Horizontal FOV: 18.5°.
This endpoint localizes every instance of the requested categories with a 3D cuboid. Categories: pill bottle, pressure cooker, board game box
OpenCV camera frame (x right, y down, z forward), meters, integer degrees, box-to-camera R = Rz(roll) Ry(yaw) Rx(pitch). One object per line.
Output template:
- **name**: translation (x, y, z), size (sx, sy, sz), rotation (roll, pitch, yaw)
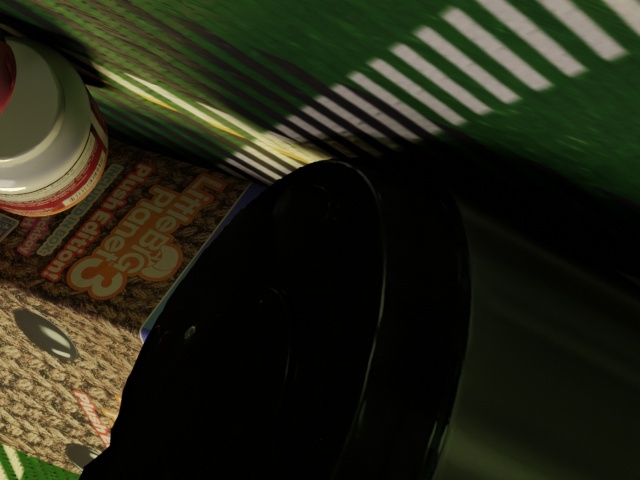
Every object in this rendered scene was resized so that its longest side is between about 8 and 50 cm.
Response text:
- **pill bottle**: translation (-0.165, -0.064, 1.075), size (0.086, 0.086, 0.152), rotation (20, 173, 2)
- **pressure cooker**: translation (0.108, 0.188, 1.046), size (0.420, 0.375, 0.370), rotation (28, 163, -22)
- **board game box**: translation (-0.155, 0.053, 1.394), size (0.291, 0.141, 0.232), rotation (17, 144, 28)

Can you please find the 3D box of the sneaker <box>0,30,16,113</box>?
- **sneaker**: translation (-0.270, -0.116, 0.937), size (0.299, 0.121, 0.112), rotation (17, -158, 23)
